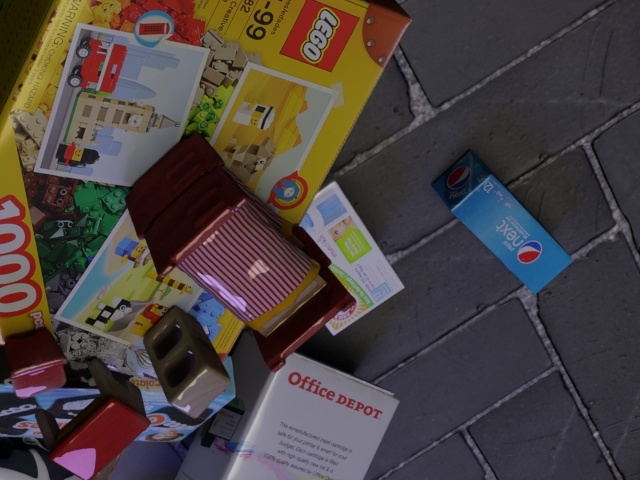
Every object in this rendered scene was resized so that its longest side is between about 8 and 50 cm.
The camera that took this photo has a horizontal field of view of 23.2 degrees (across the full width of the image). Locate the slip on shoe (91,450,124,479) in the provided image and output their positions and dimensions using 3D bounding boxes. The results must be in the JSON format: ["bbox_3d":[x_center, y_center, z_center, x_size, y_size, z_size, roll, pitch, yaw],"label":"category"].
[{"bbox_3d":[-0.292,0.302,2.027,0.051,0.041,0.135,24,110,-34],"label":"slip on shoe"}]

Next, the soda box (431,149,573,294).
[{"bbox_3d":[0.237,-0.022,2.025,0.071,0.067,0.210,-42,127,8],"label":"soda box"}]

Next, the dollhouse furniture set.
[{"bbox_3d":[-0.175,0.095,1.624,0.374,0.152,0.201,-43,128,8],"label":"dollhouse furniture set"}]

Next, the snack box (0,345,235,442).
[{"bbox_3d":[-0.287,0.187,1.885,0.322,0.060,0.187,5,154,-26],"label":"snack box"}]

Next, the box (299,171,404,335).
[{"bbox_3d":[0.000,0.000,1.914,0.114,0.103,0.203,-35,128,1],"label":"box"}]

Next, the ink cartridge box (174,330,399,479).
[{"bbox_3d":[-0.054,0.282,2.017,0.201,0.117,0.278,25,89,-33],"label":"ink cartridge box"}]

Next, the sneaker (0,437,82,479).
[{"bbox_3d":[-0.410,0.341,1.943,0.235,0.094,0.153,-42,91,-11],"label":"sneaker"}]

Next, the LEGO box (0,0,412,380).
[{"bbox_3d":[-0.196,-0.118,1.695,0.373,0.193,0.500,16,114,-31],"label":"LEGO box"}]
